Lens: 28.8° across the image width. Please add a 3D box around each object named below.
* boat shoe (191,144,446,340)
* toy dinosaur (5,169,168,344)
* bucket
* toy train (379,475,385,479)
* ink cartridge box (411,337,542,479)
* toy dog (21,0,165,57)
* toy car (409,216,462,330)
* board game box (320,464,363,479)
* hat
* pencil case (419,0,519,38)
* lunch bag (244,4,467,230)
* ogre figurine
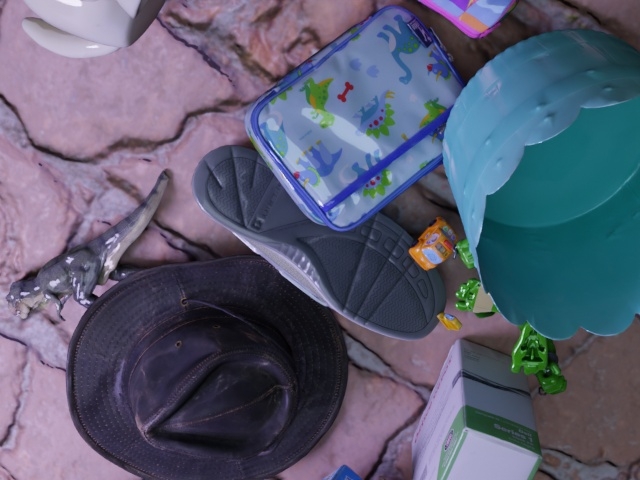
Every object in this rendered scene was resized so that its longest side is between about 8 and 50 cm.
[{"bbox_3d":[-0.002,0.002,1.392,0.320,0.103,0.118,30,87,-8],"label":"boat shoe"},{"bbox_3d":[-0.254,0.043,1.456,0.268,0.064,0.118,-35,95,14],"label":"toy dinosaur"},{"bbox_3d":[0.259,-0.061,1.220,0.281,0.183,0.281,-6,126,-8],"label":"bucket"},{"bbox_3d":[0.106,0.398,1.515,0.143,0.105,0.248,-36,101,31],"label":"toy train"},{"bbox_3d":[0.167,0.231,1.377,0.092,0.219,0.160,20,112,-3],"label":"ink cartridge box"},{"bbox_3d":[-0.291,-0.404,1.219,0.408,0.284,0.395,36,147,-7],"label":"toy dog"},{"bbox_3d":[0.144,0.037,1.360,0.060,0.040,0.122,-31,106,-19],"label":"toy car"},{"bbox_3d":[0.038,0.447,1.470,0.308,0.086,0.302,44,134,-4],"label":"board game box"},{"bbox_3d":[-0.124,0.178,1.409,0.331,0.134,0.331,-3,111,-7],"label":"hat"},{"bbox_3d":[0.097,-0.297,1.264,0.236,0.104,0.104,31,111,-3],"label":"pencil case"},{"bbox_3d":[0.047,-0.125,1.303,0.219,0.090,0.176,-36,100,-7],"label":"lunch bag"},{"bbox_3d":[0.212,0.067,1.366,0.197,0.118,0.097,38,114,-5],"label":"ogre figurine"}]
